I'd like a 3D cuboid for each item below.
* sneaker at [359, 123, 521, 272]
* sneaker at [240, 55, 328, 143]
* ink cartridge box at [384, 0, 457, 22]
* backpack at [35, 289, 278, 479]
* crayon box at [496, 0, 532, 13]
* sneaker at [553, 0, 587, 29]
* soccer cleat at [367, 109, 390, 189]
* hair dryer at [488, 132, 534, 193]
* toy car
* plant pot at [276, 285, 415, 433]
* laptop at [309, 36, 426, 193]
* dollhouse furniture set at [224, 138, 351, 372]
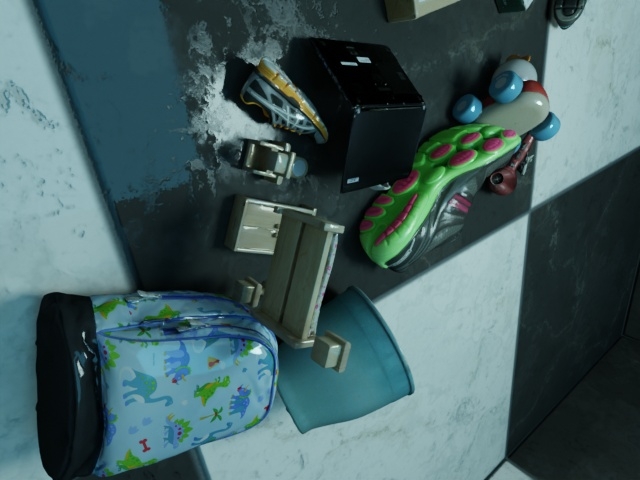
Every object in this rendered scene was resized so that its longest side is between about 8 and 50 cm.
[{"bbox_3d":[0.299,-0.113,1.075,0.483,0.185,0.202,-41,136,-4],"label":"sneaker"},{"bbox_3d":[-0.062,-0.244,0.796,0.083,0.084,0.215,-38,139,15],"label":"sneaker"},{"bbox_3d":[0.210,-0.596,0.867,0.193,0.088,0.235,-34,124,-24],"label":"ink cartridge box"},{"bbox_3d":[-0.247,0.221,0.723,0.355,0.273,0.290,-1,101,-51],"label":"backpack"},{"bbox_3d":[0.532,-0.767,1.066,0.319,0.081,0.202,-54,131,-9],"label":"crayon box"},{"bbox_3d":[0.744,-0.758,1.249,0.106,0.101,0.267,-2,108,-61],"label":"sneaker"},{"bbox_3d":[0.139,-0.210,0.961,0.068,0.076,0.196,-13,114,-35],"label":"soccer cleat"},{"bbox_3d":[0.571,-0.239,1.274,0.293,0.080,0.224,-46,146,-31],"label":"hair dryer"},{"bbox_3d":[0.497,-0.392,1.144,0.219,0.210,0.238,27,60,-28],"label":"toy car"},{"bbox_3d":[0.024,0.278,0.946,0.255,0.271,0.272,-26,122,-11],"label":"plant pot"},{"bbox_3d":[0.092,-0.259,0.872,0.234,0.136,0.264,-18,74,-42],"label":"laptop"},{"bbox_3d":[0.000,0.000,0.743,0.173,0.355,0.303,7,101,-41],"label":"dollhouse furniture set"}]
